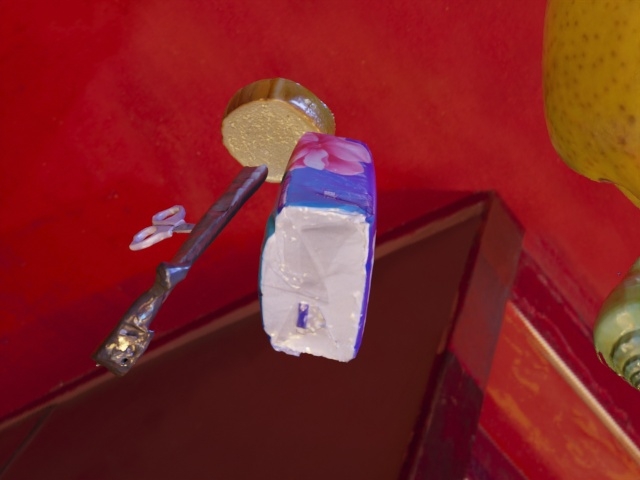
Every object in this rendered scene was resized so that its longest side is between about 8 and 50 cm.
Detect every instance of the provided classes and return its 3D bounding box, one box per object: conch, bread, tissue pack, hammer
[{"bbox_3d":[0.333,0.090,0.817,0.080,0.201,0.094,9,115,28],"label":"conch"},{"bbox_3d":[-0.082,-0.213,1.533,0.236,0.069,0.236,7,143,5],"label":"bread"},{"bbox_3d":[0.000,0.000,1.011,0.137,0.269,0.209,4,116,2],"label":"tissue pack"},{"bbox_3d":[-0.086,-0.002,0.581,0.027,0.297,0.125,38,117,-7],"label":"hammer"}]

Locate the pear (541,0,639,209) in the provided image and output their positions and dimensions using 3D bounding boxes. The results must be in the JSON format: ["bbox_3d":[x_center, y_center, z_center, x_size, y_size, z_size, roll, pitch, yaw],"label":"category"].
[{"bbox_3d":[0.375,-0.187,0.613,0.362,0.362,0.418,40,106,-11],"label":"pear"}]

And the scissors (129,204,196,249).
[{"bbox_3d":[-0.193,-0.017,1.082,0.189,0.100,0.015,4,131,47],"label":"scissors"}]
